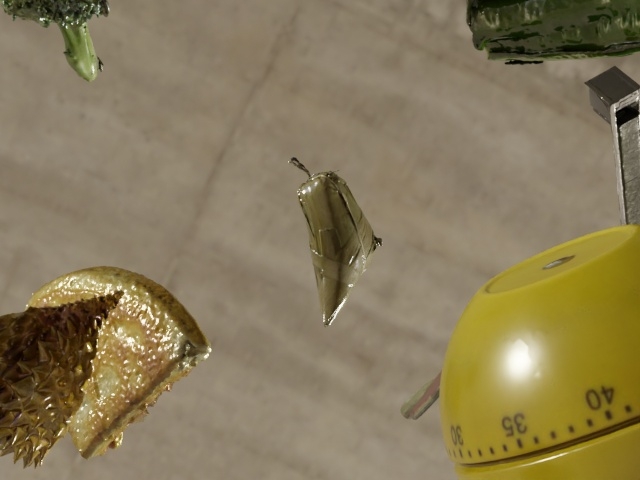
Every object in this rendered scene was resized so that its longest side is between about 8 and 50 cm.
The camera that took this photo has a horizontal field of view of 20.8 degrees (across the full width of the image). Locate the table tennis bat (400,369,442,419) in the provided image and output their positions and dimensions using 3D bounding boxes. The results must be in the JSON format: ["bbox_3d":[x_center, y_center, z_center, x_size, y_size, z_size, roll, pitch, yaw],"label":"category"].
[{"bbox_3d":[0.138,0.167,2.049,0.022,0.234,0.131,37,-117,2],"label":"table tennis bat"}]

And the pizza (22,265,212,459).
[{"bbox_3d":[-0.270,0.116,2.299,0.087,0.268,0.258,0,-126,-48],"label":"pizza"}]

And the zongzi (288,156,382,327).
[{"bbox_3d":[0.000,0.000,2.433,0.189,0.081,0.178,58,-139,-32],"label":"zongzi"}]

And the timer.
[{"bbox_3d":[0.294,0.192,1.646,0.376,0.376,0.387,-28,-84,-60],"label":"timer"}]

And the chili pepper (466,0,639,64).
[{"bbox_3d":[0.295,-0.191,1.416,0.359,0.085,0.076,-4,-132,25],"label":"chili pepper"}]

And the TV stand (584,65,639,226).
[{"bbox_3d":[0.313,-0.066,1.813,0.040,0.256,0.049,-28,-134,-13],"label":"TV stand"}]

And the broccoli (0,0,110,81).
[{"bbox_3d":[-0.291,-0.256,1.988,0.122,0.204,0.118,-14,-128,4],"label":"broccoli"}]

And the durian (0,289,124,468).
[{"bbox_3d":[-0.359,0.166,2.031,0.186,0.260,0.154,18,-135,-2],"label":"durian"}]
